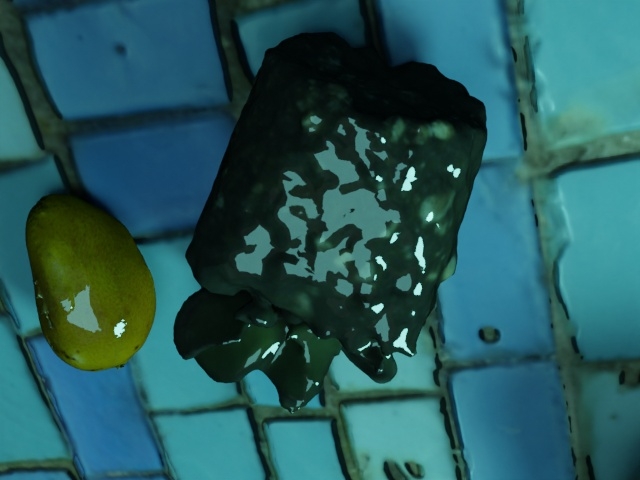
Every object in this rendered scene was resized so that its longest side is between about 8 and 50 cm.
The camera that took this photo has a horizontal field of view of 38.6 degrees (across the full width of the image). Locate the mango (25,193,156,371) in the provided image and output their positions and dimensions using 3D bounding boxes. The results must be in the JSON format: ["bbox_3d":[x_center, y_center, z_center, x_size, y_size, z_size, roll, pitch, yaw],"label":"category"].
[{"bbox_3d":[-0.199,0.040,0.787,0.105,0.084,0.159,-10,116,9],"label":"mango"}]

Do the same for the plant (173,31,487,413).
[{"bbox_3d":[0.000,0.000,0.665,0.199,0.188,0.276,21,120,0],"label":"plant"}]
